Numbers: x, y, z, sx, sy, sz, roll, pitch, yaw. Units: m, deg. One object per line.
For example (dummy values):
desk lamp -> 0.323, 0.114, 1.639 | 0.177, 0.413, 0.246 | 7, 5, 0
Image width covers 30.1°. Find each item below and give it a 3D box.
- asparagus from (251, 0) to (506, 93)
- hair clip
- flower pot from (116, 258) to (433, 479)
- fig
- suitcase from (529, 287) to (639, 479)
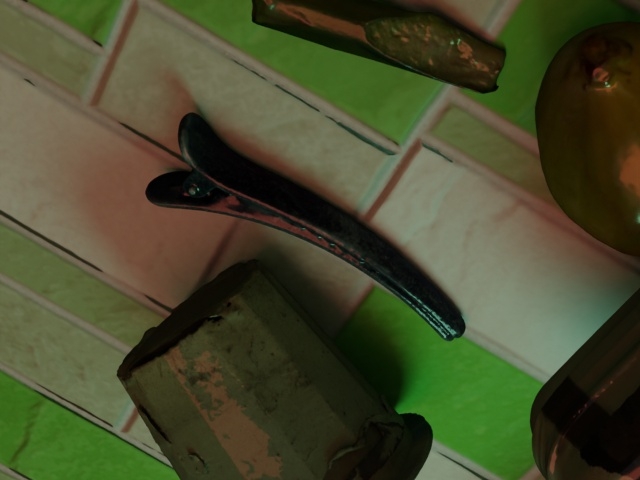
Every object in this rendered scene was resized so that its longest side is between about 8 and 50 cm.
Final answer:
asparagus -> 0.038, -0.140, 0.802 | 0.178, 0.041, 0.045 | 18, 138, 5
hair clip -> 0.000, 0.000, 0.919 | 0.275, 0.048, 0.083 | 30, 126, -5
flower pot -> -0.052, 0.140, 0.951 | 0.212, 0.212, 0.203 | -30, 104, 35
fig -> 0.203, -0.065, 0.745 | 0.153, 0.121, 0.136 | 40, 92, 0
suitcase -> 0.356, 0.133, 0.794 | 0.351, 0.194, 0.339 | 40, 101, -12
